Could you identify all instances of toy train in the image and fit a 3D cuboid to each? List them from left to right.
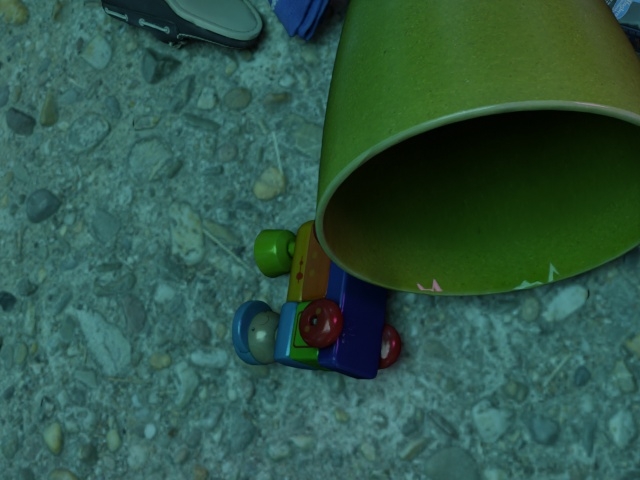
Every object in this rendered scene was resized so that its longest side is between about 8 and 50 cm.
[{"bbox_3d":[0.000,0.000,0.944,0.143,0.105,0.248,-6,68,39],"label":"toy train"}]

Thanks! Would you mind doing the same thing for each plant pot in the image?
[{"bbox_3d":[0.124,-0.146,0.832,0.274,0.275,0.294,-15,60,20],"label":"plant pot"}]

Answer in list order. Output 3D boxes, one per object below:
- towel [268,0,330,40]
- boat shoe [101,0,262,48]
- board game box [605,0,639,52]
[{"bbox_3d":[-0.085,-0.370,0.950,0.040,0.243,0.336,-34,77,-28],"label":"towel"},{"bbox_3d":[-0.148,-0.237,1.071,0.206,0.075,0.065,27,135,19],"label":"boat shoe"},{"bbox_3d":[0.356,-0.205,0.840,0.194,0.060,0.194,40,97,23],"label":"board game box"}]
